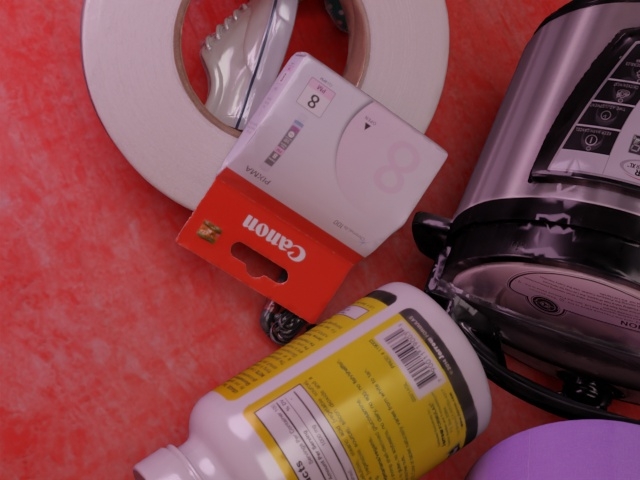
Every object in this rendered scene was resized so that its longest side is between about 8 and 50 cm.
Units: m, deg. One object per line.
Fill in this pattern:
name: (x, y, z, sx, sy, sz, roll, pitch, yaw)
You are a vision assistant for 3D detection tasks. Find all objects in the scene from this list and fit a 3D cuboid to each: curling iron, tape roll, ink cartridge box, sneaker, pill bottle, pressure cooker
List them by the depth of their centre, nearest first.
tape roll: (0.273, 0.304, 1.122, 0.275, 0.275, 0.090, 23, 39, -7)
pill bottle: (-0.009, 0.197, 1.131, 0.334, 0.188, 0.188, -30, 83, -19)
ink cartridge box: (-0.008, -0.047, 1.166, 0.189, 0.066, 0.232, 33, 88, -20)
pressure cooker: (0.331, -0.003, 1.181, 0.375, 0.370, 0.420, 34, 69, -24)
tape roll: (-0.056, -0.208, 1.185, 0.392, 0.072, 0.392, -3, 103, -15)
sneaker: (-0.087, -0.214, 1.260, 0.091, 0.094, 0.258, 17, 86, -9)
curling iron: (0.000, 0.000, 1.275, 0.068, 0.035, 0.274, 32, 63, -25)

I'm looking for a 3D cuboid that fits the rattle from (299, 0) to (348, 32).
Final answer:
rattle: (-0.030, -0.342, 1.367, 0.200, 0.143, 0.130, 14, 103, -25)
